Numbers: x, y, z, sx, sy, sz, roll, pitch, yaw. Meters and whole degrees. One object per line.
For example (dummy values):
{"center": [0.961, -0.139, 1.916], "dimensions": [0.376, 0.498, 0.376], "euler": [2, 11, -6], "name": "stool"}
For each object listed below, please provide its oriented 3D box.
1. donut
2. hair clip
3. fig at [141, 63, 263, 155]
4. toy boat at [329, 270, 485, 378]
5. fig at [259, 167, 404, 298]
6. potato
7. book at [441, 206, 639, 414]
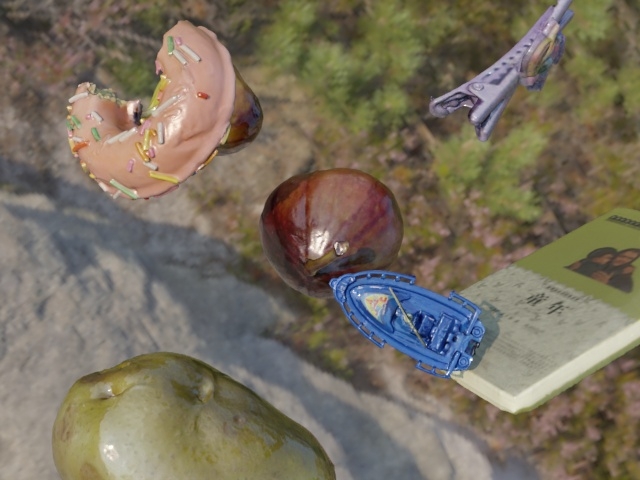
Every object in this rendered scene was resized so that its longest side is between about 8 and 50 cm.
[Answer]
{"center": [-0.205, -0.149, 1.556], "dimensions": [0.085, 0.233, 0.199], "euler": [31, 35, -51], "name": "donut"}
{"center": [0.297, -0.253, 1.980], "dimensions": [0.090, 0.278, 0.137], "euler": [48, -7, 27], "name": "hair clip"}
{"center": [-0.192, -0.201, 1.880], "dimensions": [0.231, 0.143, 0.160], "euler": [10, 41, -44], "name": "fig"}
{"center": [0.090, 0.078, 1.350], "dimensions": [0.175, 0.091, 0.110], "euler": [25, -1, -4], "name": "toy boat"}
{"center": [0.002, 0.011, 1.805], "dimensions": [0.249, 0.204, 0.186], "euler": [-61, 154, -53], "name": "fig"}
{"center": [-0.129, 0.243, 1.463], "dimensions": [0.351, 0.218, 0.202], "euler": [21, 69, -20], "name": "potato"}
{"center": [0.287, 0.067, 1.507], "dimensions": [0.352, 0.239, 0.035], "euler": [-28, 117, -19], "name": "book"}
